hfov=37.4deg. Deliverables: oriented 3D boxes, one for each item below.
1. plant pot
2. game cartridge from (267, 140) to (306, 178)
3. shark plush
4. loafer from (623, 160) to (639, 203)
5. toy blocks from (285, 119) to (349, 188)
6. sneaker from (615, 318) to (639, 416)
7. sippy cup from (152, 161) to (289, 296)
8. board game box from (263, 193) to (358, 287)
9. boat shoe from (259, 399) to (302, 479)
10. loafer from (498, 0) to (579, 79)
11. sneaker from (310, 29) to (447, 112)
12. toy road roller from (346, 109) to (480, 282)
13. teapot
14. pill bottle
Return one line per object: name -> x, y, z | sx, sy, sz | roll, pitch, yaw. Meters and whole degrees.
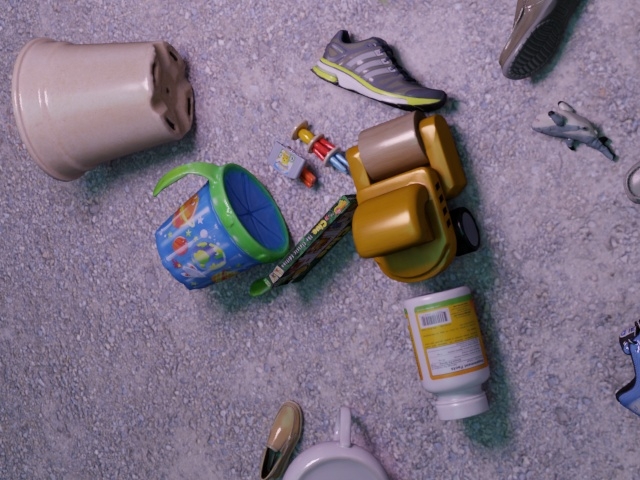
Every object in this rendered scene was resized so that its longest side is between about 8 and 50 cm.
plant pot -> -0.467, -0.317, 2.133 | 0.306, 0.334, 0.333 | -7, 90, 17
game cartridge -> -0.073, -0.168, 2.015 | 0.083, 0.017, 0.056 | 34, 113, 21
shark plush -> 0.481, -0.201, 1.778 | 0.161, 0.073, 0.067 | 26, 126, 3
loafer -> 0.675, -0.144, 1.627 | 0.320, 0.111, 0.112 | -24, 82, 27
toy blocks -> -0.014, -0.167, 2.024 | 0.148, 0.054, 0.123 | 41, 110, 20
sneaker -> 0.609, 0.168, 1.672 | 0.147, 0.130, 0.329 | 21, 103, 23
sippy cup -> -0.223, -0.012, 2.030 | 0.224, 0.240, 0.305 | -32, 82, 21
board game box -> 0.000, 0.000, 1.981 | 0.030, 0.136, 0.259 | 49, 114, 13
boat shoe -> -0.091, 0.448, 2.091 | 0.068, 0.072, 0.189 | 18, 101, 26
loafer -> 0.410, -0.418, 1.775 | 0.087, 0.094, 0.251 | 41, 102, 46
sneaker -> 0.123, -0.344, 1.914 | 0.300, 0.111, 0.121 | 24, 100, 23
toy road roller -> 0.157, -0.081, 1.832 | 0.203, 0.241, 0.329 | -19, 84, 27
teapot -> 0.028, 0.522, 1.979 | 0.256, 0.187, 0.252 | -37, 95, -2
pill bottle -> 0.254, 0.221, 1.859 | 0.136, 0.136, 0.245 | -15, 86, 28
